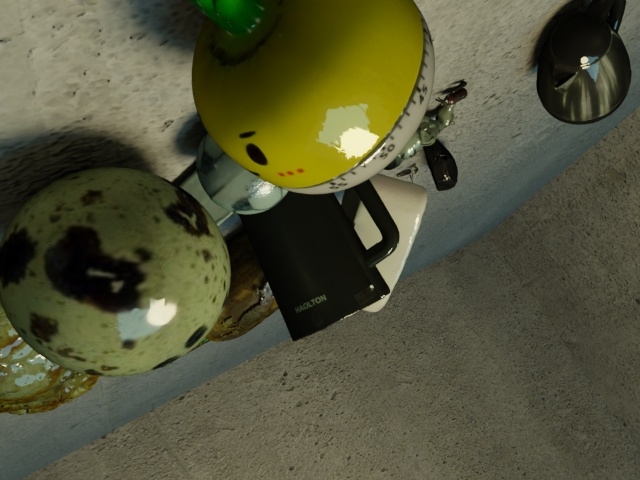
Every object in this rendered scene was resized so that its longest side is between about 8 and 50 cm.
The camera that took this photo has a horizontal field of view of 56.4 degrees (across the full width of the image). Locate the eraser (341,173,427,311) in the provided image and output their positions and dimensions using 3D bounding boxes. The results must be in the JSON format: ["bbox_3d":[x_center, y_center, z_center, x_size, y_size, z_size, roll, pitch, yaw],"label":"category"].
[{"bbox_3d":[0.121,-0.045,1.361,0.149,0.331,0.331,13,156,-5],"label":"eraser"}]

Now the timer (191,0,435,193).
[{"bbox_3d":[-0.039,-0.200,0.623,0.285,0.285,0.285,-30,166,-8],"label":"timer"}]

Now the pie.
[{"bbox_3d":[-0.538,0.183,0.987,0.395,0.180,0.418,-38,157,28],"label":"pie"}]

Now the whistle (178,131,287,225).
[{"bbox_3d":[-0.138,-0.095,0.923,0.289,0.163,0.163,-39,164,22],"label":"whistle"}]

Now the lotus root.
[{"bbox_3d":[-0.173,0.098,1.417,0.397,0.196,0.179,-42,168,27],"label":"lotus root"}]

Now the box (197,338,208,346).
[{"bbox_3d":[-0.337,0.249,1.774,0.345,0.097,0.134,-29,174,-11],"label":"box"}]

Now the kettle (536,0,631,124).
[{"bbox_3d":[0.597,-0.408,1.321,0.250,0.207,0.271,-29,159,18],"label":"kettle"}]

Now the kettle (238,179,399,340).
[{"bbox_3d":[-0.012,0.005,1.138,0.203,0.308,0.262,-22,174,-37],"label":"kettle"}]

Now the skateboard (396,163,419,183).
[{"bbox_3d":[0.245,-0.180,1.686,0.063,0.032,0.083,-22,163,0],"label":"skateboard"}]

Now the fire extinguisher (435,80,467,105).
[{"bbox_3d":[0.294,-0.319,1.299,0.100,0.032,0.046,-33,177,-44],"label":"fire extinguisher"}]

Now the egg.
[{"bbox_3d":[-0.274,0.047,0.845,0.287,0.288,0.379,-31,165,-4],"label":"egg"}]

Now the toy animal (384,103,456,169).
[{"bbox_3d":[0.206,-0.234,1.309,0.255,0.090,0.170,-28,169,-5],"label":"toy animal"}]

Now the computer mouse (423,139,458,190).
[{"bbox_3d":[0.331,-0.199,1.616,0.073,0.122,0.217,-22,170,11],"label":"computer mouse"}]
